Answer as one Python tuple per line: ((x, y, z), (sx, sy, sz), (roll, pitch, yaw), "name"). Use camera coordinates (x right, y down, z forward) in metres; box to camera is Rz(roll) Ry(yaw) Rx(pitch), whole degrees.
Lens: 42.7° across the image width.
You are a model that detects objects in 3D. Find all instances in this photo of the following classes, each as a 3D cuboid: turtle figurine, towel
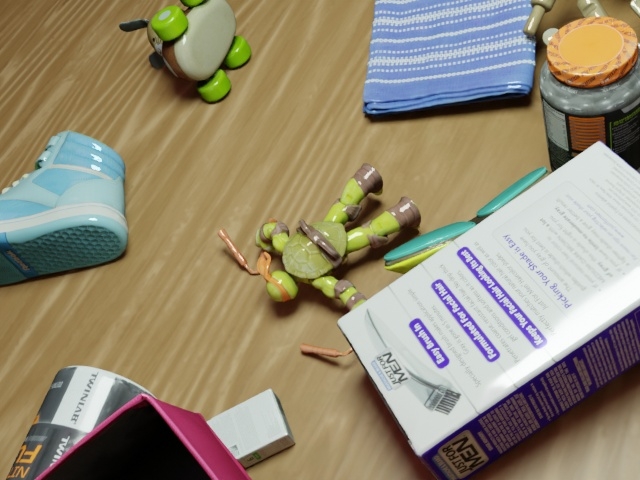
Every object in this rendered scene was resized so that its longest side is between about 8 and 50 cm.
((0.000, 0.000, 1.002), (0.217, 0.087, 0.269), (-41, 50, -12), "turtle figurine")
((0.182, -0.333, 1.163), (0.243, 0.040, 0.336), (-4, 65, 25), "towel")

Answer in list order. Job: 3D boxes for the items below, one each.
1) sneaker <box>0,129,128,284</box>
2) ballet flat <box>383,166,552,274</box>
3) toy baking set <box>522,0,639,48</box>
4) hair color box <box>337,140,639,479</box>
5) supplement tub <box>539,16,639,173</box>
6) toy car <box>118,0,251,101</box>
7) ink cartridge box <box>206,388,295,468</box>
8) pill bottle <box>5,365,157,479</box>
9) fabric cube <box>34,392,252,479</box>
((-0.424, -0.056, 1.193), (0.318, 0.127, 0.208), (-6, 54, 5), "sneaker")
((0.186, -0.001, 0.938), (0.231, 0.077, 0.077), (-29, 7, -9), "ballet flat")
((0.365, -0.293, 1.047), (0.196, 0.030, 0.256), (29, 88, 19), "toy baking set")
((0.208, 0.072, 0.828), (0.338, 0.110, 0.185), (-33, 46, 1), "hair color box")
((0.311, -0.149, 0.926), (0.117, 0.190, 0.117), (-10, 51, 13), "supplement tub")
((-0.236, -0.317, 1.308), (0.188, 0.155, 0.149), (4, 55, 36), "toy car")
((-0.092, 0.219, 0.908), (0.115, 0.029, 0.063), (-27, 49, 1), "ink cartridge box")
((-0.270, 0.269, 0.873), (0.130, 0.130, 0.246), (2, 55, 23), "pill bottle")
((-0.140, 0.305, 0.653), (0.259, 0.258, 0.254), (-39, 80, -10), "fabric cube")
